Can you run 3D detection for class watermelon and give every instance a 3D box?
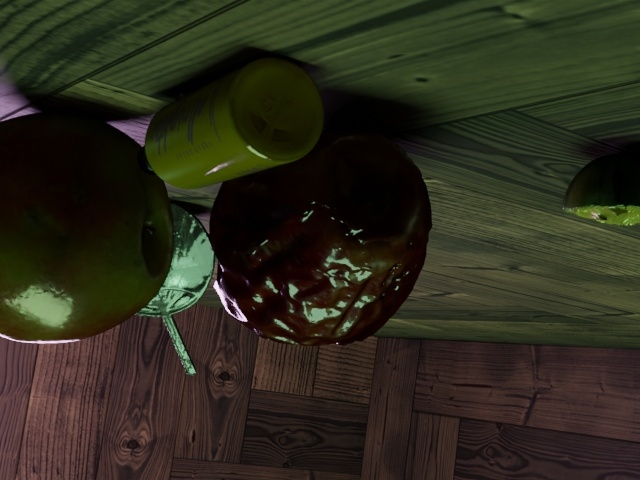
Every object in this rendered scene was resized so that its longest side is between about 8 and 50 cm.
[{"bbox_3d":[0.257,-0.043,0.872,0.105,0.062,0.105,5,179,0],"label":"watermelon"}]

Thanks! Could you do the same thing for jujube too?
[{"bbox_3d":[0.000,0.000,0.925,0.197,0.197,0.290,10,162,-13],"label":"jujube"}]

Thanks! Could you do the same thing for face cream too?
[{"bbox_3d":[-0.093,-0.085,0.859,0.078,0.078,0.273,12,171,-27],"label":"face cream"}]

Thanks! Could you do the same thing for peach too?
[{"bbox_3d":[-0.261,-0.013,1.014,0.231,0.231,0.231,8,172,1],"label":"peach"}]

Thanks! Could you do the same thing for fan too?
[{"bbox_3d":[-0.269,0.057,1.512,0.223,0.294,0.012,15,-147,2],"label":"fan"}]

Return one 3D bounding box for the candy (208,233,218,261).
[{"bbox_3d":[-0.156,0.001,1.506,0.365,0.124,0.124,-9,165,27],"label":"candy"}]
